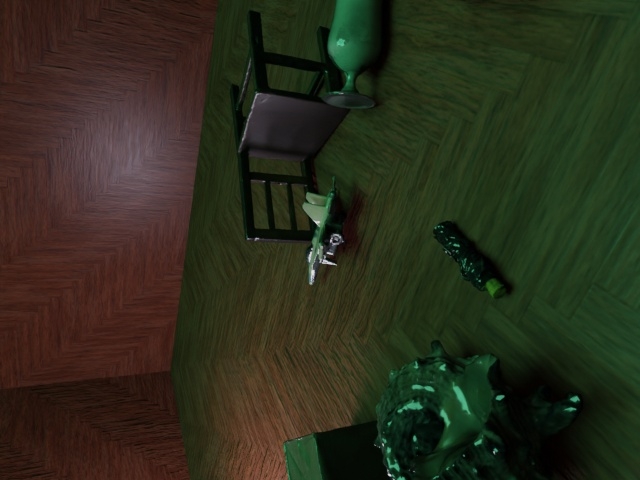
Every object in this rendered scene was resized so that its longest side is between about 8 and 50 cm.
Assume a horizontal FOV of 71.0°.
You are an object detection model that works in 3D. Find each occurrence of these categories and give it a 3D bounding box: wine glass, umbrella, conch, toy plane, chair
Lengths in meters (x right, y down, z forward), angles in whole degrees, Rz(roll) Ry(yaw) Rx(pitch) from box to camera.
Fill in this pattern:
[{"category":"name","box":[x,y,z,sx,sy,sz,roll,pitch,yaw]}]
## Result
[{"category":"wine glass","box":[0.064,-0.368,0.818,0.103,0.103,0.231,9,94,62]},{"category":"umbrella","box":[0.198,0.025,0.609,0.040,0.037,0.144,-58,35,24]},{"category":"conch","box":[0.170,0.233,0.540,0.313,0.185,0.241,104,163,-64]},{"category":"toy plane","box":[0.011,0.001,0.929,0.192,0.088,0.262,-78,-9,-49]},{"category":"chair","box":[-0.071,-0.232,0.964,0.241,0.202,0.417,-47,47,53]}]

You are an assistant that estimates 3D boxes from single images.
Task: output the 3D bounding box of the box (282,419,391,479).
[{"category":"box","box":[0.043,0.448,0.771,0.155,0.148,0.232,-45,50,52]}]
